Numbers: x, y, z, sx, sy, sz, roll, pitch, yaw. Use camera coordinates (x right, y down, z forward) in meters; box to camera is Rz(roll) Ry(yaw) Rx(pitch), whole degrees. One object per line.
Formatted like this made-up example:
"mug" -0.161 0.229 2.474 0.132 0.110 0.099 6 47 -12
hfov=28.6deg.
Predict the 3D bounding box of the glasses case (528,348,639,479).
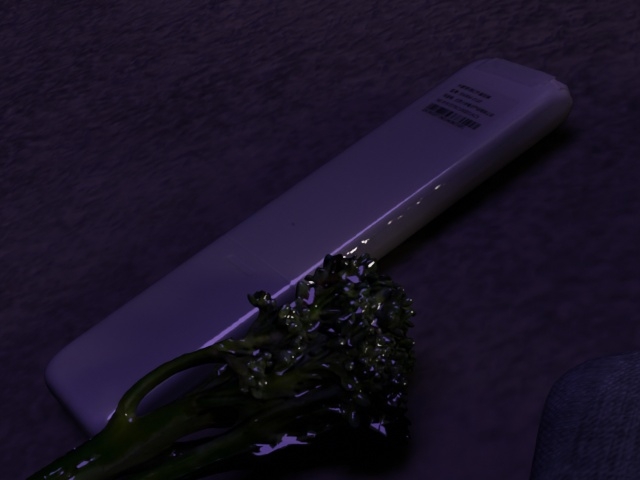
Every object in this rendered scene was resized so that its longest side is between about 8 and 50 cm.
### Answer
"glasses case" 0.079 0.146 0.243 0.131 0.074 0.323 -4 37 29

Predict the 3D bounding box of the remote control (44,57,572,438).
"remote control" 0.000 0.000 0.548 0.261 0.029 0.067 -36 37 -17

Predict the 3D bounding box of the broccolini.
"broccolini" -0.057 0.066 0.453 0.201 0.058 0.074 -20 26 1
